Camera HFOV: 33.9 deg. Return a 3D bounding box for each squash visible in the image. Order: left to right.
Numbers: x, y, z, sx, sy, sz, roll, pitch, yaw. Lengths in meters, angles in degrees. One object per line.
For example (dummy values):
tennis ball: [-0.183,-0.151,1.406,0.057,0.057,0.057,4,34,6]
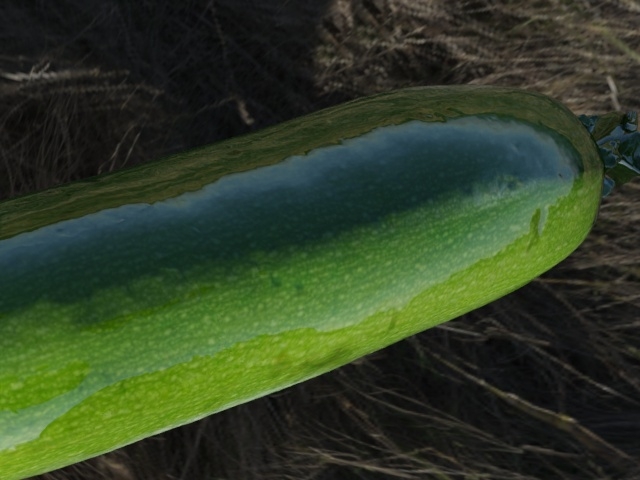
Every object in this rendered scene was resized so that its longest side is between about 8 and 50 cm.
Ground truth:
squash: [0.000,0.000,0.401,0.379,0.101,0.101,-16,88,-34]
